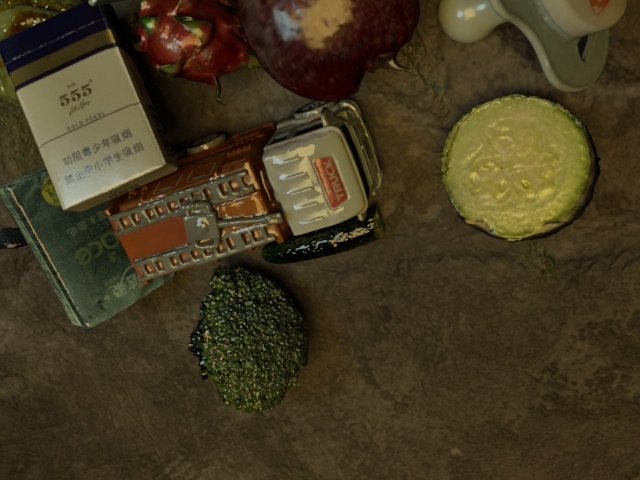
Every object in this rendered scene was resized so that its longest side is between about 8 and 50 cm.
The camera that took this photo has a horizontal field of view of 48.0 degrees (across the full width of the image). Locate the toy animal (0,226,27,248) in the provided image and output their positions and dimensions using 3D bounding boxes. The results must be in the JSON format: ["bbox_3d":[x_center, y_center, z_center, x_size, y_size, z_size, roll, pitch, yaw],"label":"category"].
[{"bbox_3d":[-0.444,-0.012,1.211,0.220,0.108,0.062,-3,116,-23],"label":"toy animal"}]

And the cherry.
[{"bbox_3d":[0.000,-0.317,0.950,0.230,0.203,0.300,-39,89,24],"label":"cherry"}]

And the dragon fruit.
[{"bbox_3d":[-0.156,-0.278,1.034,0.236,0.135,0.137,24,111,-22],"label":"dragon fruit"}]

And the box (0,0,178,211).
[{"bbox_3d":[-0.326,-0.188,1.006,0.168,0.071,0.259,-22,87,5],"label":"box"}]

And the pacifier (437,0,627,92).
[{"bbox_3d":[0.256,-0.327,0.929,0.233,0.244,0.299,-9,142,45],"label":"pacifier"}]

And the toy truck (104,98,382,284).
[{"bbox_3d":[-0.111,-0.070,1.071,0.388,0.207,0.173,-17,110,16],"label":"toy truck"}]

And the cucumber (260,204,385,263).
[{"bbox_3d":[0.000,0.000,1.171,0.215,0.052,0.058,-17,90,17],"label":"cucumber"}]

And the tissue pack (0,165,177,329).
[{"bbox_3d":[-0.368,-0.012,1.157,0.081,0.185,0.257,4,122,52],"label":"tissue pack"}]

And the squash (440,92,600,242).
[{"bbox_3d":[0.292,-0.109,1.062,0.220,0.133,0.220,2,100,15],"label":"squash"}]

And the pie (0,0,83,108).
[{"bbox_3d":[-0.397,-0.267,1.094,0.248,0.090,0.201,22,113,-4],"label":"pie"}]

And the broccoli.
[{"bbox_3d":[-0.122,0.160,1.201,0.226,0.198,0.176,47,152,17],"label":"broccoli"}]

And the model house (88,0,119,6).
[{"bbox_3d":[-0.297,-0.421,0.935,0.215,0.224,0.198,21,115,0],"label":"model house"}]
